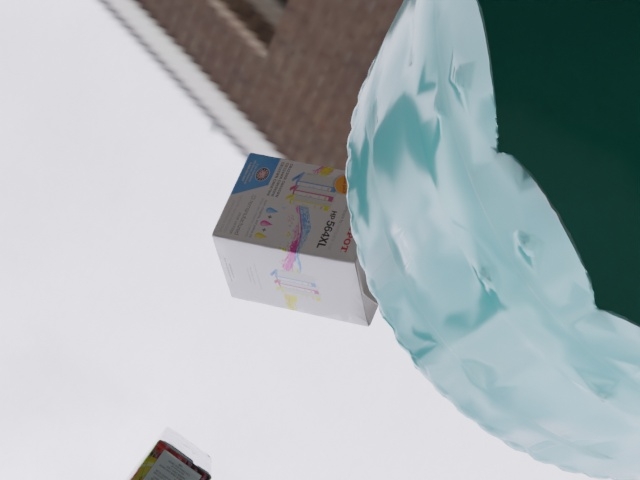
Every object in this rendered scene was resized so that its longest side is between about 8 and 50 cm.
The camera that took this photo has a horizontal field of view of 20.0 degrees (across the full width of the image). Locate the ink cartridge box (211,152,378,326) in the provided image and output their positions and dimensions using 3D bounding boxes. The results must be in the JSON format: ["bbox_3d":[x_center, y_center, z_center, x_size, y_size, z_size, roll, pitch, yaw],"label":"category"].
[{"bbox_3d":[0.000,0.000,1.478,0.143,0.090,0.092,10,-125,19],"label":"ink cartridge box"}]

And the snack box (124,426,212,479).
[{"bbox_3d":[-0.100,0.153,0.975,0.037,0.141,0.100,37,-94,0],"label":"snack box"}]

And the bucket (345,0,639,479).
[{"bbox_3d":[0.149,-0.043,0.683,0.281,0.183,0.281,5,-108,-15],"label":"bucket"}]
